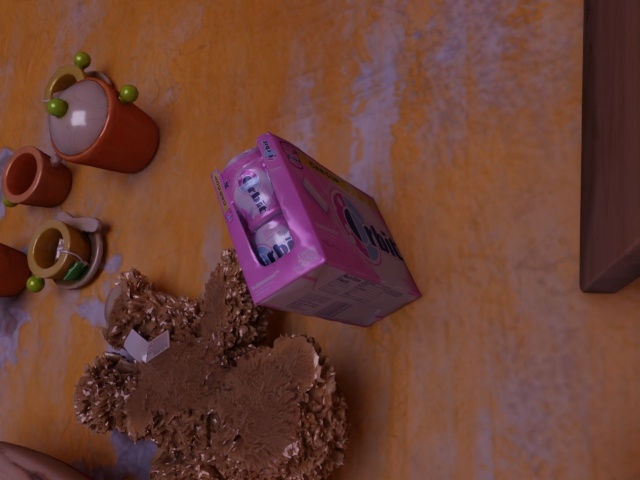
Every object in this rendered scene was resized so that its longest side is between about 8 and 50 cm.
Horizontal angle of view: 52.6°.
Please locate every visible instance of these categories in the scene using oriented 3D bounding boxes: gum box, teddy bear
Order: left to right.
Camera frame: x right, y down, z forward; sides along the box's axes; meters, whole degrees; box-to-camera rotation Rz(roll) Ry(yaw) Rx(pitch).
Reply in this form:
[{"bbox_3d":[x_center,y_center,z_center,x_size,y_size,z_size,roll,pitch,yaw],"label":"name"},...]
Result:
[{"bbox_3d":[-0.104,0.130,0.596,0.338,0.113,0.245,-11,65,34],"label":"teddy bear"},{"bbox_3d":[0.000,0.000,0.508,0.062,0.188,0.107,-32,65,19],"label":"gum box"}]

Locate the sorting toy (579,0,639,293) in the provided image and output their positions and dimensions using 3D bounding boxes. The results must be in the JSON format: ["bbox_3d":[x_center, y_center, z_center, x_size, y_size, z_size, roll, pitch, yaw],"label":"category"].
[{"bbox_3d":[0.222,-0.109,0.385,0.089,0.255,0.257,3,79,14],"label":"sorting toy"}]

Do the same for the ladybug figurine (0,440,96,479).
[{"bbox_3d":[-0.251,0.351,0.574,0.449,0.162,0.305,20,87,32],"label":"ladybug figurine"}]

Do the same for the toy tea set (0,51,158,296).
[{"bbox_3d":[-0.327,-0.062,0.742,0.200,0.124,0.336,26,91,31],"label":"toy tea set"}]
